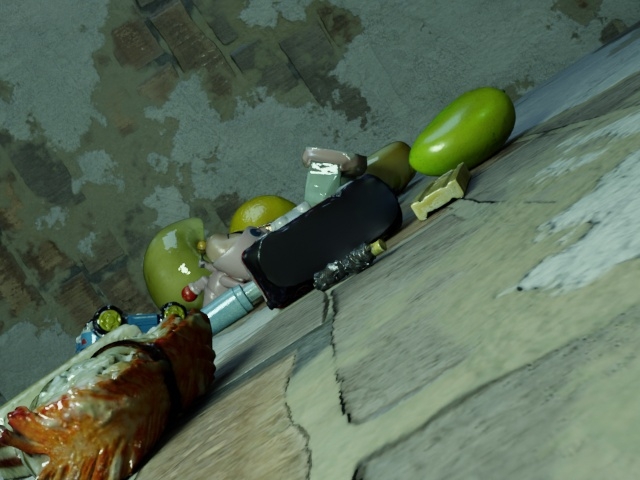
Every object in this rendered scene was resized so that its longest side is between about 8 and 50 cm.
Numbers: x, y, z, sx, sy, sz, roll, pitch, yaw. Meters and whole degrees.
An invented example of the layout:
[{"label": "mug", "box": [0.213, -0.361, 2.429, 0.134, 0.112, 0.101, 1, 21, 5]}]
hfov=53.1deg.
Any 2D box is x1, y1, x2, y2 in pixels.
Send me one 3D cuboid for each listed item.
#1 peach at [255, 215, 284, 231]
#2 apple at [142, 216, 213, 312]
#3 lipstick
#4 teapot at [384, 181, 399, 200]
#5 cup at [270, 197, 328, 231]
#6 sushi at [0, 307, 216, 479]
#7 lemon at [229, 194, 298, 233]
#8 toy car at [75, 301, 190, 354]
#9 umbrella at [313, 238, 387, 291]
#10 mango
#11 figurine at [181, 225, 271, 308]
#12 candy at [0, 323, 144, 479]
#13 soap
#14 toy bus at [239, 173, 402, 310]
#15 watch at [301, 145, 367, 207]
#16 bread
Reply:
[{"label": "peach", "box": [-0.140, 0.037, 1.687, 0.267, 0.159, 0.154, -19, -5, 5]}, {"label": "apple", "box": [-0.376, 0.099, 1.815, 0.233, 0.295, 0.258, -27, -19, -52]}, {"label": "lipstick", "box": [-0.166, 0.124, 1.426, 0.274, 0.068, 0.061, -33, 14, -4]}, {"label": "teapot", "box": [0.156, -0.103, 1.681, 0.096, 0.087, 0.177, 0, 22, 31]}, {"label": "cup", "box": [-0.023, -0.005, 1.349, 0.134, 0.142, 0.173, -34, 4, -28]}, {"label": "sushi", "box": [-0.223, 0.179, 0.750, 0.130, 0.124, 0.332, -21, 6, 17]}, {"label": "lemon", "box": [-0.142, -0.014, 1.875, 0.240, 0.240, 0.219, -34, 18, -15]}, {"label": "toy car", "box": [-0.464, 0.256, 1.643, 0.314, 0.166, 0.198, -1, -14, -30]}, {"label": "umbrella", "box": [0.044, 0.038, 1.001, 0.144, 0.037, 0.040, -34, -3, 35]}, {"label": "mango", "box": [0.327, -0.239, 1.427, 0.273, 0.149, 0.185, -42, 14, -31]}, {"label": "figurine", "box": [-0.229, 0.074, 1.540, 0.287, 0.186, 0.176, -48, 7, 13]}, {"label": "candy", "box": [-0.475, 0.302, 1.222, 0.320, 0.135, 0.179, -35, 3, -38]}, {"label": "soap", "box": [0.231, -0.096, 1.204, 0.092, 0.037, 0.252, -31, 4, 20]}, {"label": "toy bus", "box": [0.000, 0.000, 1.184, 0.302, 0.128, 0.147, -34, 0, -12]}, {"label": "watch", "box": [0.028, -0.121, 1.722, 0.161, 0.241, 0.253, 12, 7, 15]}, {"label": "bread", "box": [0.169, -0.191, 2.073, 0.333, 0.160, 0.333, -31, 5, 3]}]
